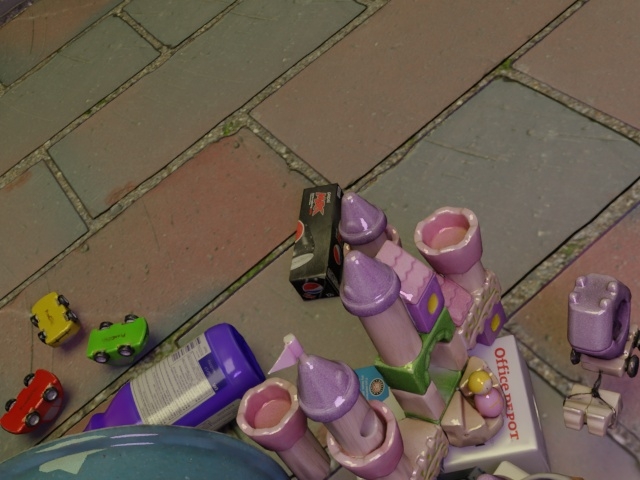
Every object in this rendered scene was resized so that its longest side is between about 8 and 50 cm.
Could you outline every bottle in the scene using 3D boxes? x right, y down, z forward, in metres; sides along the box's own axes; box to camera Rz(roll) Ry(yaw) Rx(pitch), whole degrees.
[{"bbox_3d":[-0.208,0.225,0.969,0.282,0.092,0.118,-34,45,-2],"label":"bottle"}]

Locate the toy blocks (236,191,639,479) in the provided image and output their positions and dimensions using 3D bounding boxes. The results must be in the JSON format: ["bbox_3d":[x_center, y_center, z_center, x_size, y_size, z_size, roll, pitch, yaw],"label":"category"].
[{"bbox_3d":[0.095,0.084,0.693,0.308,0.260,0.289,9,51,37],"label":"toy blocks"}]

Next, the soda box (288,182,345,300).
[{"bbox_3d":[0.000,0.000,1.076,0.060,0.053,0.169,-9,50,20],"label":"soda box"}]

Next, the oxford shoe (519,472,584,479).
[{"bbox_3d":[0.133,0.325,0.449,0.169,0.130,0.449,-50,7,39],"label":"oxford shoe"}]

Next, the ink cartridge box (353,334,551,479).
[{"bbox_3d":[0.138,0.197,0.824,0.190,0.082,0.140,-17,46,16],"label":"ink cartridge box"}]

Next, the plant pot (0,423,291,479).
[{"bbox_3d":[-0.152,0.389,0.613,0.341,0.341,0.334,-26,41,5],"label":"plant pot"}]

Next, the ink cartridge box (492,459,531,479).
[{"bbox_3d":[0.218,0.337,0.653,0.237,0.100,0.172,28,69,41],"label":"ink cartridge box"}]

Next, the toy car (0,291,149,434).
[{"bbox_3d":[-0.346,0.168,1.115,0.224,0.053,0.239,-14,49,16],"label":"toy car"}]
